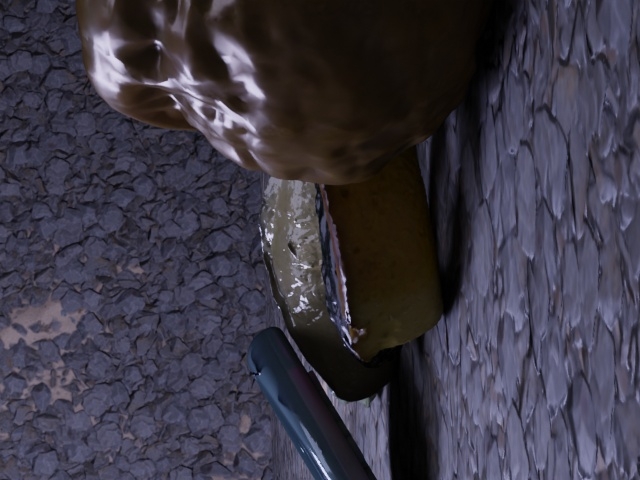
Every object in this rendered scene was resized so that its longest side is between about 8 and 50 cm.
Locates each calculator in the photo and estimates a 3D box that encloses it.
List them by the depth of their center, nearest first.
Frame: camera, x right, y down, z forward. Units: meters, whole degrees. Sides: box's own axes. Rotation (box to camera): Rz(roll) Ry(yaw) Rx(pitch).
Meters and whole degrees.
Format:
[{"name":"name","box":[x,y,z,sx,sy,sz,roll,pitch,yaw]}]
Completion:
[{"name":"calculator","box":[0.004,0.161,1.231,0.185,0.041,0.299,61,175,-22]}]

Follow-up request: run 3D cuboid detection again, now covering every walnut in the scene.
[{"name":"walnut","box":[-0.017,-0.143,0.855,0.224,0.257,0.257,52,160,20]}]

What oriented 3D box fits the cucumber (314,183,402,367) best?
[{"name":"cucumber","box":[0.030,-0.060,1.149,0.081,0.072,0.303,148,120,-84]}]

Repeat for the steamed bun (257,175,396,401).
[{"name":"steamed bun","box":[0.002,-0.016,1.287,0.231,0.110,0.212,-103,12,-54]}]

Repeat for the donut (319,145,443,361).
[{"name":"donut","box":[0.037,-0.012,1.014,0.162,0.065,0.178,-96,-6,-54]}]

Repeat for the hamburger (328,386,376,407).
[{"name":"hamburger","box":[0.025,0.099,1.385,0.121,0.054,0.084,-112,22,-55]}]
